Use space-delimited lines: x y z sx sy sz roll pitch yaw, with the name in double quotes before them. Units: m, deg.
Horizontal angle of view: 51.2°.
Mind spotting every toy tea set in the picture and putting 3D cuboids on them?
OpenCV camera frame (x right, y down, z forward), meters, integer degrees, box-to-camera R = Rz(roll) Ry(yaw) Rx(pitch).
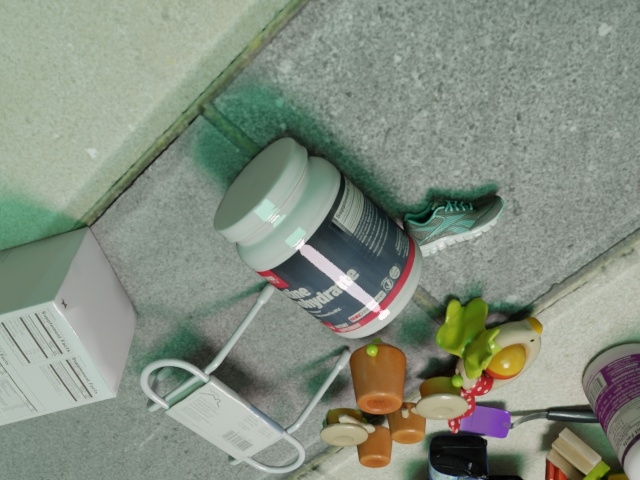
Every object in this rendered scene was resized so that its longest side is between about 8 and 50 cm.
"toy tea set" 0.107 0.285 1.189 0.200 0.124 0.336 16 138 -17

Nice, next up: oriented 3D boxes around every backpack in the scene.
"backpack" 0.270 0.444 1.323 0.114 0.105 0.084 4 129 8

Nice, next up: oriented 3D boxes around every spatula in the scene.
"spatula" 0.426 0.351 1.314 0.296 0.030 0.084 -4 124 0

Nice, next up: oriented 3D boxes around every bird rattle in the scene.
"bird rattle" 0.298 0.225 1.180 0.207 0.143 0.253 -14 126 -13

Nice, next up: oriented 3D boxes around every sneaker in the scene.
"sneaker" 0.204 -0.037 1.045 0.166 0.065 0.076 -26 116 11

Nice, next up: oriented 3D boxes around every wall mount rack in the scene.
"wall mount rack" -0.126 0.253 1.177 0.304 0.130 0.350 -36 117 22

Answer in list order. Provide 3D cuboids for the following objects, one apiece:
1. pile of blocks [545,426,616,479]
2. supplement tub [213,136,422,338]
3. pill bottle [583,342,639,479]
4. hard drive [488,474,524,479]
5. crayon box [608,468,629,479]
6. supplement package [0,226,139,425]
"pile of blocks" 0.557 0.533 1.266 0.112 0.149 0.362 -40 76 -11
"supplement tub" 0.000 0.000 0.979 0.191 0.191 0.272 -41 116 20
"pill bottle" 0.586 0.332 1.151 0.169 0.301 0.169 -1 122 -2
"hard drive" 0.311 0.525 1.347 0.254 0.172 0.054 -4 86 -2
"crayon box" 0.631 0.582 1.371 0.323 0.203 0.083 -10 165 4
"supplement package" -0.459 0.139 1.038 0.262 0.199 0.198 -15 122 6
